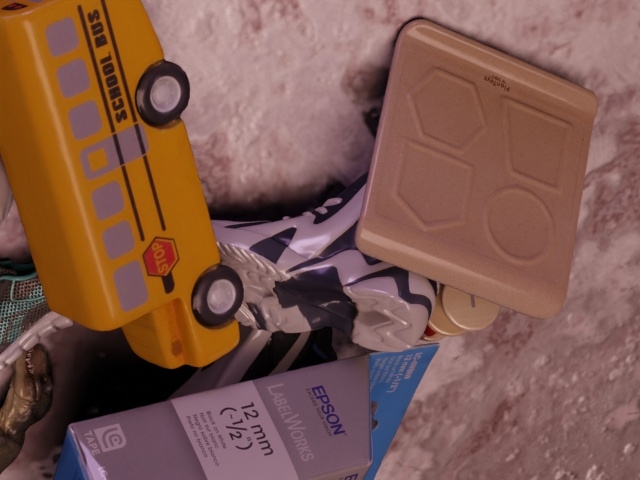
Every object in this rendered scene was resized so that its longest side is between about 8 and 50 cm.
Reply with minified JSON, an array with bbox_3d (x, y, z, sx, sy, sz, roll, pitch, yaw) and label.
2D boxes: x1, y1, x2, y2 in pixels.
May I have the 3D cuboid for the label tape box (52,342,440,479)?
[{"bbox_3d":[-0.060,0.228,1.677,0.347,0.115,0.249,-10,146,-26],"label":"label tape box"}]

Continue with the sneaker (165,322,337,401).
[{"bbox_3d":[-0.062,0.156,1.733,0.121,0.079,0.217,27,108,-28],"label":"sneaker"}]

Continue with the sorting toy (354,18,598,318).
[{"bbox_3d":[0.130,-0.057,1.623,0.193,0.038,0.208,21,69,-18],"label":"sorting toy"}]

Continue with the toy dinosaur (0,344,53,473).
[{"bbox_3d":[-0.327,0.201,1.694,0.118,0.064,0.268,18,116,-32],"label":"toy dinosaur"}]

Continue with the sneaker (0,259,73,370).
[{"bbox_3d":[-0.259,0.054,1.636,0.166,0.065,0.076,-34,108,0],"label":"sneaker"}]

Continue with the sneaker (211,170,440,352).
[{"bbox_3d":[0.000,0.000,1.662,0.235,0.153,0.094,10,131,22],"label":"sneaker"}]

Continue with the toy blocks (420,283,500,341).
[{"bbox_3d":[0.121,0.029,1.707,0.054,0.148,0.123,31,75,-11],"label":"toy blocks"}]

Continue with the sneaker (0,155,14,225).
[{"bbox_3d":[-0.323,0.032,1.562,0.094,0.091,0.258,25,106,4],"label":"sneaker"}]

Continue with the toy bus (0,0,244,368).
[{"bbox_3d":[-0.167,-0.049,1.529,0.130,0.108,0.333,-29,119,-30],"label":"toy bus"}]
